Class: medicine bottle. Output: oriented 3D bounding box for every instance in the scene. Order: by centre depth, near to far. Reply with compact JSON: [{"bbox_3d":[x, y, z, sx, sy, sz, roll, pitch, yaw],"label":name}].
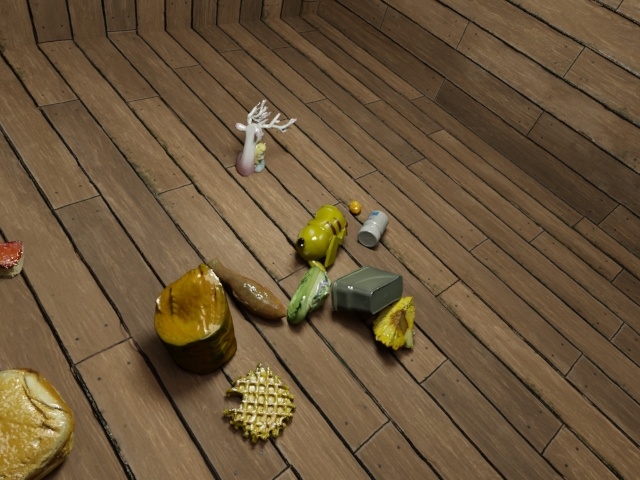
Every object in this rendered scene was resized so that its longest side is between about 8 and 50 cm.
[{"bbox_3d":[0.249,-0.056,2.088,0.105,0.105,0.168,28,47,7],"label":"medicine bottle"}]

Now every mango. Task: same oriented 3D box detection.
[{"bbox_3d":[0.172,-0.167,2.200,0.060,0.046,0.089,3,45,-15],"label":"mango"}]

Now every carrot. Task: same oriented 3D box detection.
[{"bbox_3d":[-0.409,0.272,1.460,0.242,0.340,0.241,-2,44,2],"label":"carrot"}]

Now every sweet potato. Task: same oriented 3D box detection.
[{"bbox_3d":[-0.291,0.187,1.702,0.385,0.109,0.109,33,48,13],"label":"sweet potato"}]

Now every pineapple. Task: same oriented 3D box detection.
[{"bbox_3d":[0.298,0.351,1.765,0.164,0.140,0.249,51,52,-32],"label":"pineapple"}]

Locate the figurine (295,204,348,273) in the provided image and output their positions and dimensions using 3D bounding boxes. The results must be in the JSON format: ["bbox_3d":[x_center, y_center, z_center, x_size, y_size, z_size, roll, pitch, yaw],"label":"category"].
[{"bbox_3d":[0.004,-0.005,1.929,0.169,0.218,0.326,3,40,44],"label":"figurine"}]

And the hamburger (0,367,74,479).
[{"bbox_3d":[-0.836,0.510,1.187,0.304,0.174,0.284,41,52,18],"label":"hamburger"}]

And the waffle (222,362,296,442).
[{"bbox_3d":[-0.197,0.534,1.463,0.232,0.051,0.229,40,47,17],"label":"waffle"}]

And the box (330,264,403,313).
[{"bbox_3d":[0.187,0.195,1.754,0.178,0.138,0.274,9,21,41],"label":"box"}]

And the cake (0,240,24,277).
[{"bbox_3d":[-1.144,0.078,1.527,0.221,0.086,0.116,-10,52,-26],"label":"cake"}]

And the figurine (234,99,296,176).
[{"bbox_3d":[-0.300,-0.511,2.167,0.206,0.315,0.284,40,48,11],"label":"figurine"}]

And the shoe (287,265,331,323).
[{"bbox_3d":[-0.036,0.211,1.736,0.128,0.140,0.262,22,49,-4],"label":"shoe"}]
